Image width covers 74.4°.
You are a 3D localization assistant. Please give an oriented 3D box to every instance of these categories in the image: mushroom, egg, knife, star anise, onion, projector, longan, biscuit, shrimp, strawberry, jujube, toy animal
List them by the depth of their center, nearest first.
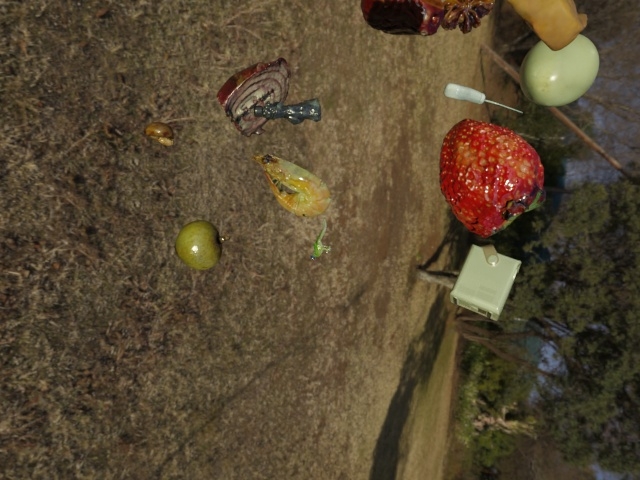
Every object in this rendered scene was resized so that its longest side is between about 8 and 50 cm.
[{"bbox_3d":[0.217,-0.381,0.537,0.312,0.057,0.351,47,37,-4],"label":"biscuit"},{"bbox_3d":[0.413,-0.171,1.059,0.288,0.238,0.250,57,26,9],"label":"strawberry"},{"bbox_3d":[-0.093,-0.166,1.246,0.145,0.267,0.061,-48,-165,30],"label":"shrimp"},{"bbox_3d":[0.742,-0.528,1.326,0.295,0.218,0.218,-43,139,-39],"label":"egg"},{"bbox_3d":[0.538,-0.442,1.343,0.080,0.331,0.044,-126,-133,-60],"label":"knife"},{"bbox_3d":[-0.375,0.013,1.351,0.145,0.176,0.155,-123,-152,-57],"label":"longan"},{"bbox_3d":[-0.235,-0.518,1.462,0.280,0.146,0.314,-47,168,-3],"label":"onion"},{"bbox_3d":[0.586,0.138,1.494,0.243,0.177,0.163,-62,155,-13],"label":"projector"},{"bbox_3d":[0.295,-0.846,1.528,0.216,0.342,0.216,-24,140,-22],"label":"jujube"},{"bbox_3d":[0.571,-0.901,1.677,0.126,0.220,0.190,74,16,-50],"label":"star anise"},{"bbox_3d":[-0.645,-0.426,1.688,0.127,0.127,0.087,13,78,-72],"label":"mushroom"},{"bbox_3d":[0.014,0.009,1.802,0.041,0.075,0.217,-43,159,-51],"label":"toy animal"}]

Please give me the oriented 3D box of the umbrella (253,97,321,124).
[{"bbox_3d":[-0.110,-0.422,1.395,0.071,0.224,0.080,136,-53,-70],"label":"umbrella"}]
